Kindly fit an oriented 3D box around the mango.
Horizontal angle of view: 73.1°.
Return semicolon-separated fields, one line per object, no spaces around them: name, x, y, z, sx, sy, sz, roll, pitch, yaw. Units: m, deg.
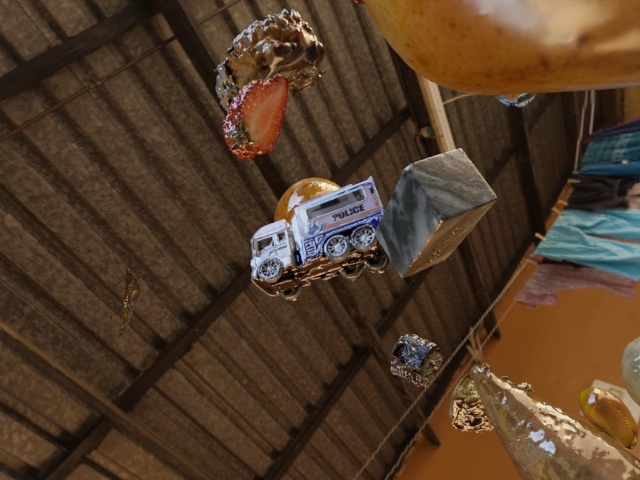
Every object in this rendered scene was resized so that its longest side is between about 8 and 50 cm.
mango;0.752;0.462;1.125;0.105;0.159;0.084;-12;-34;-14

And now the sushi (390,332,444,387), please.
sushi;0.197;0.239;0.883;0.098;0.084;0.094;-44;-47;-33

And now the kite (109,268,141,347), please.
kite;-0.449;0.145;1.006;0.010;0.160;0.183;12;-72;-2

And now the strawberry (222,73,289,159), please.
strawberry;-0.166;-0.294;1.028;0.236;0.106;0.175;-50;-38;-53

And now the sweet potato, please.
sweet potato;0.316;0.286;0.523;0.131;0.336;0.131;-40;-18;-16

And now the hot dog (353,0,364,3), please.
hot dog;0.104;-0.405;0.634;0.146;0.213;0.103;-53;-43;-3

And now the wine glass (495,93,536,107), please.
wine glass;0.521;-0.430;0.899;0.357;0.190;0.190;-26;-62;-8

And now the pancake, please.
pancake;0.392;0.408;1.071;0.212;0.056;0.257;14;-56;-22

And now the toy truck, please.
toy truck;0.000;0.000;0.814;0.124;0.268;0.155;55;-162;-58

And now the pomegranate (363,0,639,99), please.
pomegranate;0.202;-0.301;0.312;0.416;0.416;0.417;-10;-75;-40

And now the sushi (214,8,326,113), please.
sushi;-0.176;-0.569;1.435;0.417;0.417;0.176;-30;-85;-34

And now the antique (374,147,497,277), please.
antique;0.146;-0.027;0.593;0.088;0.086;0.183;-21;-24;-17

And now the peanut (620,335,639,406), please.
peanut;0.566;0.276;0.653;0.130;0.130;0.290;-30;-85;-34

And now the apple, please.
apple;-0.020;-0.078;1.523;0.286;0.286;0.233;58;-163;-33
